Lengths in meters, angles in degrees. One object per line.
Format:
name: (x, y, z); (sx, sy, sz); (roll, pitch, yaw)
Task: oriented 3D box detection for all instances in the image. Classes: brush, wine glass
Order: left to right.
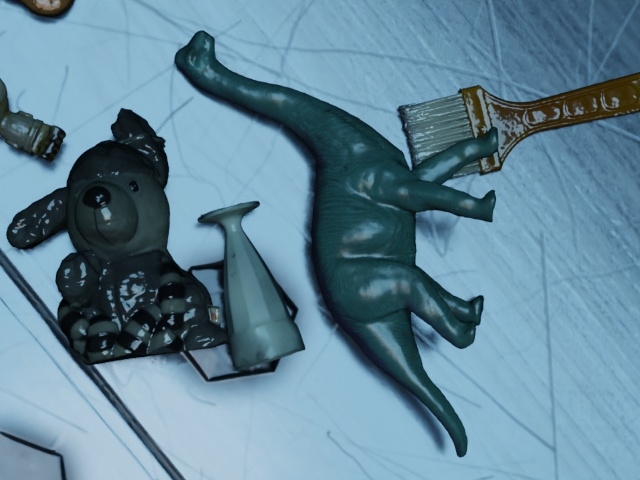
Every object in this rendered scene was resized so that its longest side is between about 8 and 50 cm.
wine glass: (-0.067, 0.043, 1.849); (0.073, 0.073, 0.155); (-14, 83, -7)
brush: (0.239, -0.131, 1.926); (0.314, 0.017, 0.090); (-14, 89, -8)

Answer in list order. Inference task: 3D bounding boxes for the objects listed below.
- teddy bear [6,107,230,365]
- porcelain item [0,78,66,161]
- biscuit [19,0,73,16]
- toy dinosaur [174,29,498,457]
teddy bear: (-0.205, 0.011, 1.802); (0.171, 0.144, 0.251); (-23, 85, 6)
porcelain item: (-0.345, -0.136, 1.839); (0.213, 0.054, 0.084); (26, 85, -3)
biscuit: (-0.256, -0.393, 1.876); (0.202, 0.047, 0.333); (-14, 86, -7)
toy dinosaur: (0.000, 0.000, 1.858); (0.331, 0.129, 0.383); (7, 87, 6)
